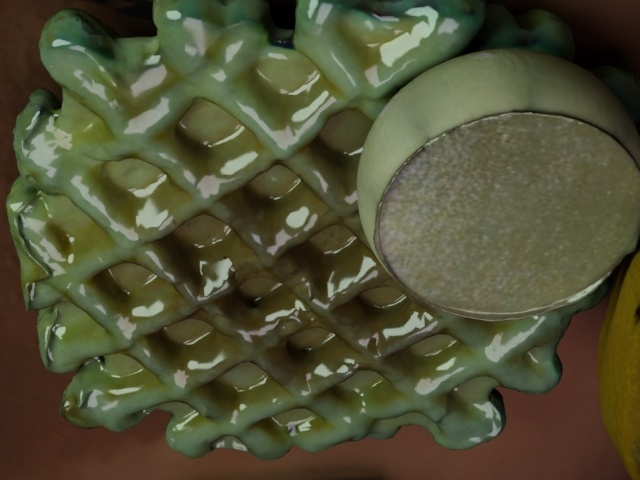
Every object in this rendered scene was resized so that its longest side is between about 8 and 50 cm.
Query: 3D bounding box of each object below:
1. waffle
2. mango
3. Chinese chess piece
[{"bbox_3d":[0.000,0.000,0.743,0.291,0.056,0.309,1,133,-7],"label":"waffle"},{"bbox_3d":[0.181,0.051,0.695,0.109,0.262,0.157,12,99,8],"label":"mango"},{"bbox_3d":[0.076,-0.023,0.658,0.122,0.051,0.122,-3,131,-3],"label":"Chinese chess piece"}]
